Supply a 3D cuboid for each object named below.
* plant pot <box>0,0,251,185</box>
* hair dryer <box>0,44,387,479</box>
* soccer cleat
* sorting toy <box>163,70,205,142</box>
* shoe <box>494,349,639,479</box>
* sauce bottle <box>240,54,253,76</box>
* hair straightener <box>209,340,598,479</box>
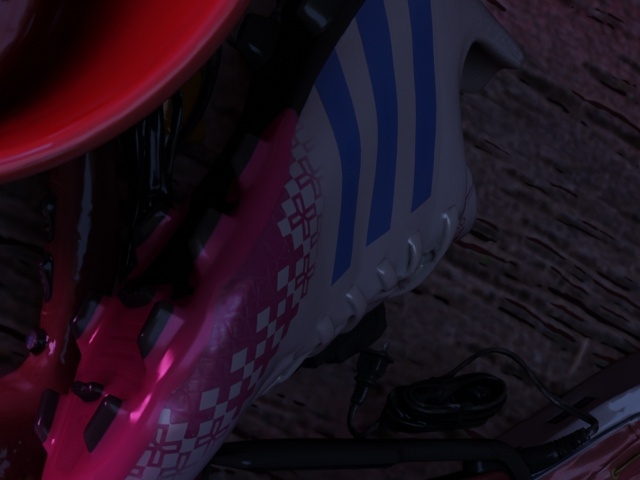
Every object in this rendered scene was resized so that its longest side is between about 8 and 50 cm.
[{"bbox_3d":[-0.175,-0.141,0.536,0.275,0.243,0.275,1,88,-21],"label":"plant pot"},{"bbox_3d":[-0.120,0.037,0.674,0.293,0.080,0.223,-41,105,-30],"label":"hair dryer"},{"bbox_3d":[0.000,0.000,0.637,0.143,0.116,0.331,36,65,-22],"label":"soccer cleat"},{"bbox_3d":[-0.146,-0.198,0.707,0.229,0.041,0.307,-5,95,-22],"label":"sorting toy"},{"bbox_3d":[0.175,0.123,0.811,0.178,0.063,0.081,-27,98,-18],"label":"shoe"},{"bbox_3d":[0.018,-0.113,0.769,0.128,0.042,0.042,-16,93,-22],"label":"sauce bottle"},{"bbox_3d":[0.046,0.094,0.700,0.230,0.047,0.089,-5,92,-29],"label":"hair straightener"}]
